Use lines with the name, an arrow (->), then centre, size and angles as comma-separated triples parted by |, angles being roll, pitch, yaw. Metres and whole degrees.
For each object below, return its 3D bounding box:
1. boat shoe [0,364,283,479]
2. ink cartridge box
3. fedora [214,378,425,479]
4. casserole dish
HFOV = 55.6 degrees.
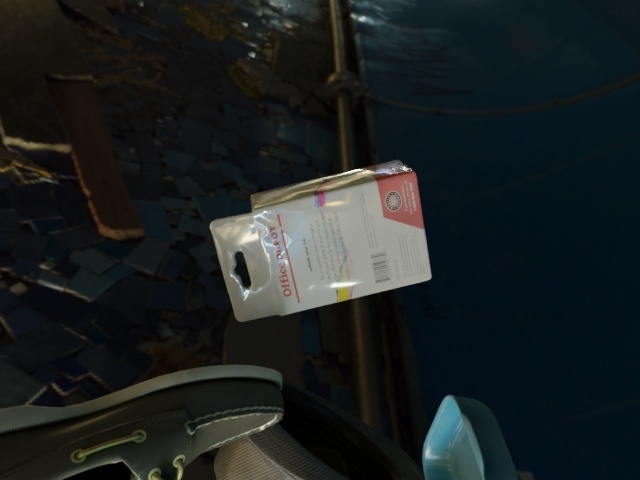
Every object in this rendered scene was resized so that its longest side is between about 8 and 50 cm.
boat shoe -> -0.166, 0.179, 0.507 | 0.109, 0.305, 0.091 | 111, -37, -46
ink cartridge box -> 0.000, 0.000, 0.604 | 0.067, 0.198, 0.115 | -113, -169, -70
fedora -> -0.011, 0.271, 0.693 | 0.124, 0.276, 0.244 | -57, -157, 2
casserole dish -> 0.133, 0.214, 0.547 | 0.188, 0.037, 0.114 | 94, -13, -48
